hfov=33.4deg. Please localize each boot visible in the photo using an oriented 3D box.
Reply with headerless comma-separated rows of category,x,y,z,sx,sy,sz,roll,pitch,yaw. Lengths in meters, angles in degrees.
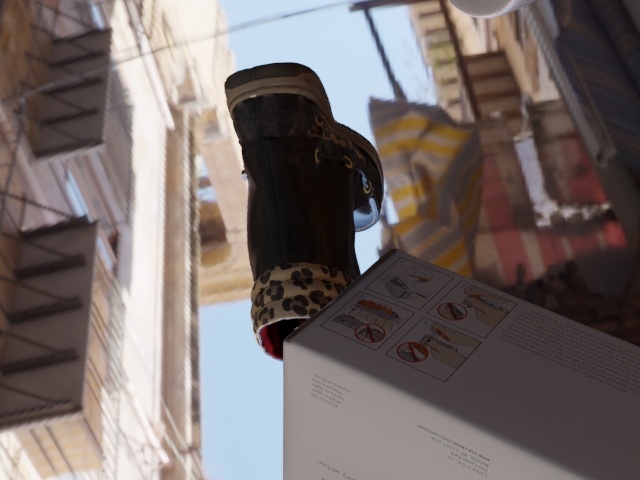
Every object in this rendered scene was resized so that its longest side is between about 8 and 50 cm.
boot,0.000,0.000,1.206,0.138,0.377,0.284,-11,-112,10

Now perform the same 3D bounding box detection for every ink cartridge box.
ink cartridge box,0.132,0.192,0.659,0.309,0.272,0.130,23,-141,27

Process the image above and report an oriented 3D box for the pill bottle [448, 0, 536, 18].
pill bottle,0.289,-0.405,1.418,0.161,0.161,0.283,26,-141,37
